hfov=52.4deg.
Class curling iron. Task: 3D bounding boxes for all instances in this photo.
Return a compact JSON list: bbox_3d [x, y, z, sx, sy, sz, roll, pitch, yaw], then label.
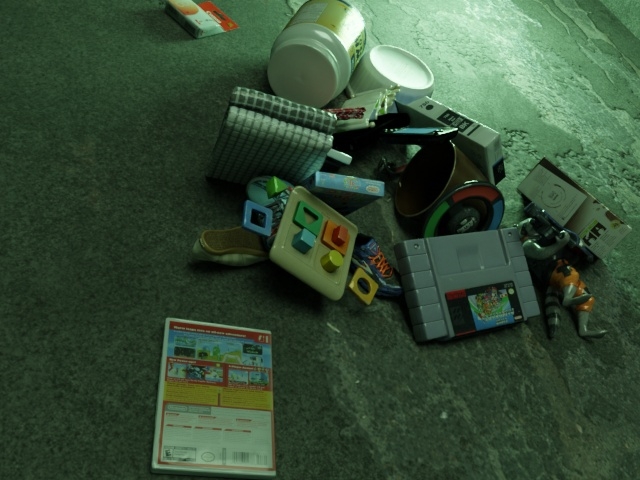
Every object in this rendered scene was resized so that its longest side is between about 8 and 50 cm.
[{"bbox_3d":[0.264,-0.222,1.812,0.274,0.035,0.068,-16,59,-36],"label":"curling iron"}]

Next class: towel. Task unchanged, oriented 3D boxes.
[{"bbox_3d":[-0.112,-0.214,1.434,0.235,0.283,0.121,13,69,-14],"label":"towel"},{"bbox_3d":[-0.041,-0.300,1.609,0.275,0.031,0.199,-6,8,-10],"label":"towel"}]

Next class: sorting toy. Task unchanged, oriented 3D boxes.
[{"bbox_3d":[0.000,0.000,1.325,0.348,0.047,0.196,35,49,-21],"label":"sorting toy"}]

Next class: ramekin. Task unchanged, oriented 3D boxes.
[{"bbox_3d":[0.217,-0.473,1.955,0.273,0.127,0.273,14,45,-14],"label":"ramekin"}]

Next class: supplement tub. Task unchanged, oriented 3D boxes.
[{"bbox_3d":[-0.008,-0.524,1.817,0.228,0.228,0.316,25,44,-3],"label":"supplement tub"}]

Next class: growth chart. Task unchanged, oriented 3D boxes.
[{"bbox_3d":[0.120,-0.360,1.772,0.172,0.021,0.237,-1,38,29],"label":"growth chart"}]

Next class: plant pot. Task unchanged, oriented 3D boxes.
[{"bbox_3d":[0.345,-0.109,1.650,0.230,0.215,0.215,27,41,-26],"label":"plant pot"}]

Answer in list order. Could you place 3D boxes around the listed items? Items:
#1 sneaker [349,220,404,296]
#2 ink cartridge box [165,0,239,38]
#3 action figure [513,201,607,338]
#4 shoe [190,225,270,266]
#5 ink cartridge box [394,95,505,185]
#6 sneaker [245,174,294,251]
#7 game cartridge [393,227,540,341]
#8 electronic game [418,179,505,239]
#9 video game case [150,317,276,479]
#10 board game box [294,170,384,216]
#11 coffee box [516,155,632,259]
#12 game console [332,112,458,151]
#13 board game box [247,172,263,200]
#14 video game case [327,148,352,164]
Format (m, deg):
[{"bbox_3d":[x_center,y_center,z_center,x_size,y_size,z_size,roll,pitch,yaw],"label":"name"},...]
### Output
[{"bbox_3d":[0.107,0.042,1.451,0.221,0.087,0.083,38,45,10],"label":"sneaker"},{"bbox_3d":[-0.343,-0.667,1.916,0.145,0.045,0.179,43,48,14],"label":"ink cartridge box"},{"bbox_3d":[0.562,0.056,1.608,0.341,0.178,0.330,32,30,-37],"label":"action figure"},{"bbox_3d":[-0.175,0.014,1.349,0.219,0.058,0.076,3,51,-49],"label":"shoe"},{"bbox_3d":[0.344,-0.277,1.739,0.065,0.165,0.333,-42,51,-12],"label":"ink cartridge box"},{"bbox_3d":[-0.076,-0.032,1.368,0.262,0.104,0.125,52,25,8],"label":"sneaker"},{"bbox_3d":[0.344,0.096,1.482,0.355,0.068,0.230,-7,74,-31],"label":"game cartridge"},{"bbox_3d":[0.337,-0.042,1.545,0.229,0.229,0.048,0,36,-27],"label":"electronic game"},{"bbox_3d":[-0.182,0.271,1.139,0.204,0.025,0.285,10,47,-18],"label":"video game case"},{"bbox_3d":[0.024,-0.101,1.461,0.160,0.211,0.039,7,77,-21],"label":"board game box"},{"bbox_3d":[0.702,-0.089,1.805,0.297,0.119,0.168,44,16,15],"label":"coffee box"},{"bbox_3d":[0.197,-0.281,1.677,0.213,0.044,0.361,-31,28,-34],"label":"game console"},{"bbox_3d":[-0.115,-0.096,1.466,0.090,0.090,0.020,28,46,0],"label":"board game box"},{"bbox_3d":[-0.024,-0.228,1.605,0.190,0.022,0.173,22,1,-7],"label":"video game case"}]
